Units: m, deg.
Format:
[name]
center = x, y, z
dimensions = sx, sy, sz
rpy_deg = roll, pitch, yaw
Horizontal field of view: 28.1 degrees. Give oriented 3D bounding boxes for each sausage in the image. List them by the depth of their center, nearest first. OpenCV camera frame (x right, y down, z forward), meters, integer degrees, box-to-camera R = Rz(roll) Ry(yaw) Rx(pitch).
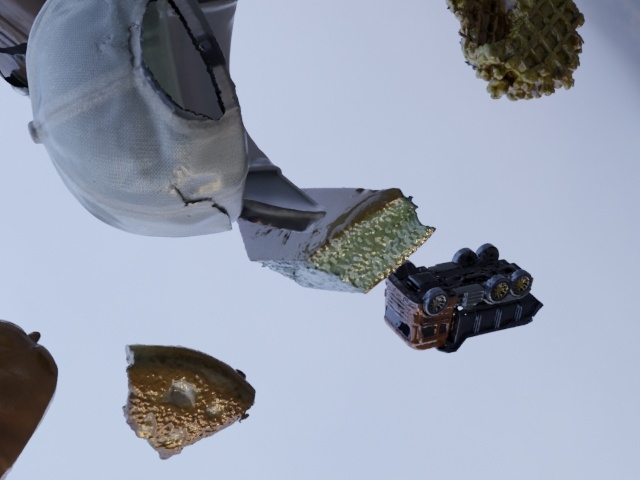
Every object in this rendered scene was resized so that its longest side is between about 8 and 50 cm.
[sausage]
center = -0.361, 0.185, 1.281
dimensions = 0.136, 0.120, 0.241
rpy_deg = 30, -109, -4

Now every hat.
[hat]
center = -0.101, -0.104, 0.895
dimensions = 0.275, 0.161, 0.232
rpy_deg = -29, -72, -71

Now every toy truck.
[toy truck]
center = 0.167, 0.069, 1.507
dimensions = 0.083, 0.192, 0.092
rpy_deg = 44, 135, 47

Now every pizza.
[pizza]
center = -0.174, 0.202, 1.576
dimensions = 0.182, 0.161, 0.062
rpy_deg = 9, -158, -28

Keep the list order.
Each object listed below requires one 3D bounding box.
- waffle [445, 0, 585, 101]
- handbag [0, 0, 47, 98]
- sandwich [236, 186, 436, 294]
[waffle]
center = 0.239, -0.264, 1.552
dimensions = 0.197, 0.070, 0.193
rpy_deg = -15, -94, -38
[handbag]
center = -0.396, -0.304, 1.710
dimensions = 0.302, 0.149, 0.283
rpy_deg = 41, -146, -3
[sandwich]
center = 0.000, 0.000, 1.366
dimensions = 0.094, 0.258, 0.096
rpy_deg = 34, -111, -36
